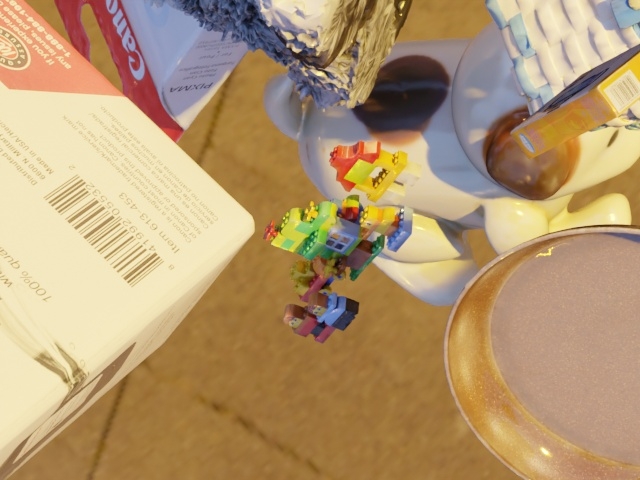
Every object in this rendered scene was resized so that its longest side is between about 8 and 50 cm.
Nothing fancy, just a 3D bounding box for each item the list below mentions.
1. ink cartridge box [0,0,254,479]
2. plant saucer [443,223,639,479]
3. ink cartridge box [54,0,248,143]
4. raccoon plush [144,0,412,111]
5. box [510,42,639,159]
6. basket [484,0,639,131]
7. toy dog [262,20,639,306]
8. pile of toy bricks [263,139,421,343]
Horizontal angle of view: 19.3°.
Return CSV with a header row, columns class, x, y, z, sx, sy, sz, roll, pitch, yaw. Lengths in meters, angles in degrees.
class,x,y,z,sx,sy,sz,roll,pitch,yaw
ink cartridge box,-0.165,0.012,0.756,0.172,0.237,0.100,43,129,4
plant saucer,0.253,0.101,1.493,0.310,0.050,0.311,12,132,14
ink cartridge box,-0.200,-0.266,1.899,0.385,0.091,0.308,-45,63,49
raccoon plush,-0.079,-0.259,1.402,0.299,0.446,0.216,22,87,7
box,0.188,-0.098,1.294,0.028,0.081,0.136,53,155,-3
basket,0.302,-0.201,1.489,0.289,0.254,0.201,-32,83,34
toy dog,0.179,-0.138,2.001,0.395,0.285,0.408,33,157,-23
pile of toy bricks,0.000,0.000,1.773,0.105,0.118,0.212,21,137,-17
